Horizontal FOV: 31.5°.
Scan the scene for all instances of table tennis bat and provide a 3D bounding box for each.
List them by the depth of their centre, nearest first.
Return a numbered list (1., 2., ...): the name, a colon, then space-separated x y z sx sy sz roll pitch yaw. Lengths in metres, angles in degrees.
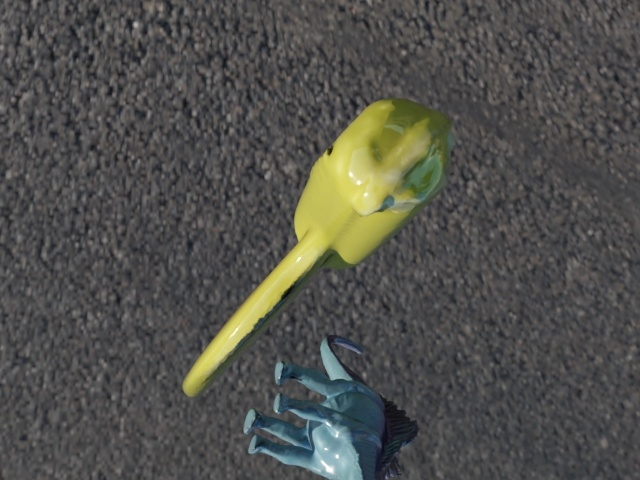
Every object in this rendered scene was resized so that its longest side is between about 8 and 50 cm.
1. table tennis bat: 0.000 0.000 0.668 0.054 0.368 0.224 42 74 1

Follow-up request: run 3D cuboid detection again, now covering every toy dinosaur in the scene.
1. toy dinosaur: 0.008 0.090 0.553 0.080 0.197 0.045 23 108 -10
